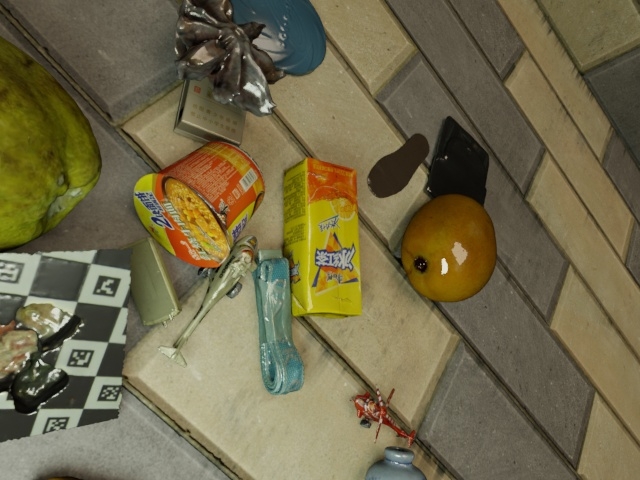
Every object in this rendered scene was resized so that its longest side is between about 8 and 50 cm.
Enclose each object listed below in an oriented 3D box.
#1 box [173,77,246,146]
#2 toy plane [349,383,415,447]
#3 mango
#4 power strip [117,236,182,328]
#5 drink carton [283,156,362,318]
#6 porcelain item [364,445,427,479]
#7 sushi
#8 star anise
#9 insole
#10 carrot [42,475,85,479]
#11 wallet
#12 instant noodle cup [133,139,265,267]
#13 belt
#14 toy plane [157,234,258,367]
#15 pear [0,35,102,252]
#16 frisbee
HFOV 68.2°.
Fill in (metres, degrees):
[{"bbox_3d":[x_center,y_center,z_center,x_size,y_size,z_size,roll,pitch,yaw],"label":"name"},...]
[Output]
[{"bbox_3d":[-0.232,-0.308,1.039,0.141,0.058,0.200,16,69,-32],"label":"box"},{"bbox_3d":[0.149,0.408,1.105,0.194,0.077,0.126,25,67,-37],"label":"toy plane"},{"bbox_3d":[0.361,0.006,1.285,0.263,0.221,0.378,55,43,-5],"label":"mango"},{"bbox_3d":[-0.311,0.082,0.866,0.076,0.028,0.168,-21,87,5],"label":"power strip"},{"bbox_3d":[0.000,0.000,1.089,0.155,0.111,0.350,9,73,-33],"label":"drink carton"},{"bbox_3d":[0.158,0.588,1.027,0.141,0.141,0.258,16,78,-32],"label":"porcelain item"},{"bbox_3d":[-0.461,0.148,0.681,0.340,0.069,0.319,-3,115,-32],"label":"sushi"},{"bbox_3d":[-0.198,-0.396,0.986,0.315,0.139,0.359,60,37,-16],"label":"star anise"},{"bbox_3d":[0.238,-0.222,1.387,0.328,0.007,0.111,-44,105,-35],"label":"insole"},{"bbox_3d":[-0.367,0.408,0.724,0.173,0.082,0.082,23,65,-30],"label":"carrot"},{"bbox_3d":[0.458,-0.220,1.527,0.247,0.041,0.322,33,62,-22],"label":"wallet"},{"bbox_3d":[-0.215,-0.080,0.905,0.213,0.213,0.174,49,47,-15],"label":"instant noodle cup"},{"bbox_3d":[-0.090,0.165,0.988,0.072,0.087,0.301,-1,78,-34],"label":"belt"},{"bbox_3d":[-0.205,0.104,0.921,0.092,0.108,0.286,42,69,-21],"label":"toy plane"},{"bbox_3d":[-0.518,-0.138,0.612,0.414,0.352,0.351,27,62,-12],"label":"pear"},{"bbox_3d":[-0.094,-0.567,1.217,0.290,0.049,0.289,10,71,-33],"label":"frisbee"}]
